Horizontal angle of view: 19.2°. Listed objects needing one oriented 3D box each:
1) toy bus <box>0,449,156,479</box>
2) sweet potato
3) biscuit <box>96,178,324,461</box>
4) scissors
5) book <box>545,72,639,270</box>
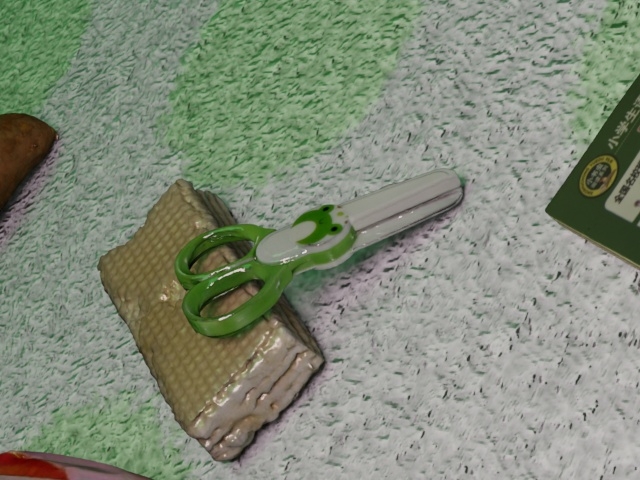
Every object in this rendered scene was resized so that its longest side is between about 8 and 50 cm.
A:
[{"bbox_3d":[-0.208,0.216,1.296,0.303,0.147,0.127,-5,64,47],"label":"toy bus"},{"bbox_3d":[-0.368,0.018,1.670,0.341,0.092,0.114,-42,14,14],"label":"sweet potato"},{"bbox_3d":[-0.085,0.052,1.357,0.108,0.062,0.239,-47,37,8],"label":"biscuit"},{"bbox_3d":[0.000,0.000,1.276,0.204,0.027,0.101,-22,38,4],"label":"scissors"},{"bbox_3d":[0.268,-0.049,1.083,0.202,0.027,0.264,-55,37,-1],"label":"book"}]
